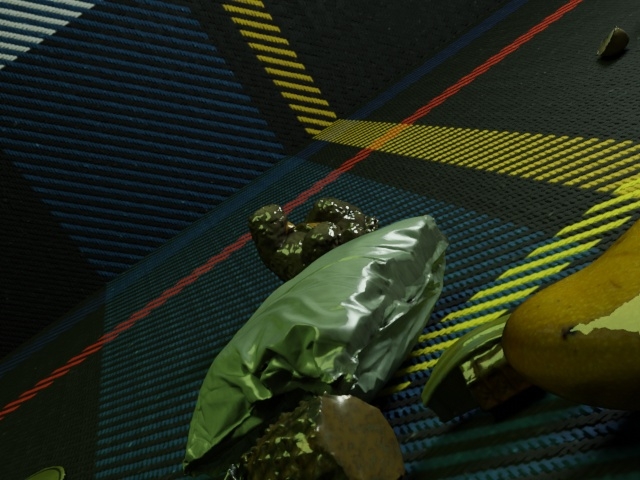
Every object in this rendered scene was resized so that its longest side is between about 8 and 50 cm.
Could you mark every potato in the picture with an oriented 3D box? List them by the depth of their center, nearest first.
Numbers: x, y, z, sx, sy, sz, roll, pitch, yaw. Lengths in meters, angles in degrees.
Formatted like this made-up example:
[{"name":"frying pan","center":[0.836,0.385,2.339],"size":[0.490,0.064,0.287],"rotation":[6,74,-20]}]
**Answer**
[{"name":"potato","center":[0.488,-0.322,1.511],"size":[0.093,0.036,0.037],"rotation":[26,-97,-86]}]

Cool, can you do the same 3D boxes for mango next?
[{"name":"mango","center":[0.277,0.034,0.645],"size":[0.295,0.120,0.177],"rotation":[-35,22,5]}]

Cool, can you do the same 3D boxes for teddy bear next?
[{"name":"teddy bear","center":[0.000,0.000,1.389],"size":[0.177,0.140,0.190],"rotation":[12,33,34]}]

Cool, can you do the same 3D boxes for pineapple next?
[{"name":"pineapple","center":[-0.046,0.228,0.796],"size":[0.251,0.125,0.125],"rotation":[-39,11,27]}]

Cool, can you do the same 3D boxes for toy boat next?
[{"name":"toy boat","center":[0.166,0.104,0.781],"size":[0.172,0.065,0.066],"rotation":[-32,37,15]}]

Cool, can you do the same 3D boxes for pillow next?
[{"name":"pillow","center":[-0.011,0.118,0.988],"size":[0.283,0.138,0.310],"rotation":[-35,9,36]}]

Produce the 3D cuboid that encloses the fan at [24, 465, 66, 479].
[{"name":"fan","center":[-0.491,0.418,1.334],"size":[0.335,0.011,0.229],"rotation":[-20,20,44]}]
